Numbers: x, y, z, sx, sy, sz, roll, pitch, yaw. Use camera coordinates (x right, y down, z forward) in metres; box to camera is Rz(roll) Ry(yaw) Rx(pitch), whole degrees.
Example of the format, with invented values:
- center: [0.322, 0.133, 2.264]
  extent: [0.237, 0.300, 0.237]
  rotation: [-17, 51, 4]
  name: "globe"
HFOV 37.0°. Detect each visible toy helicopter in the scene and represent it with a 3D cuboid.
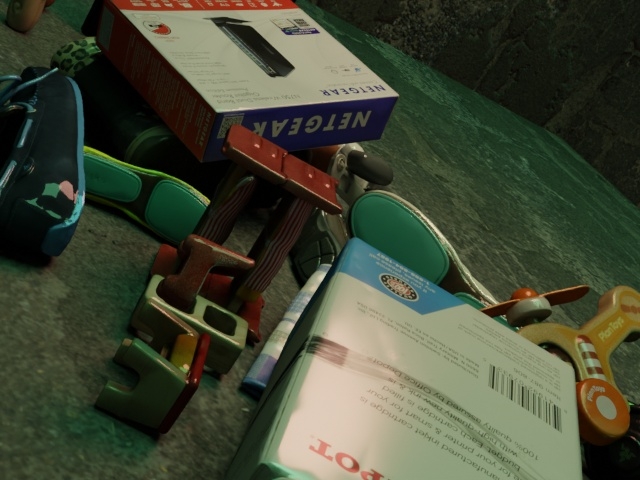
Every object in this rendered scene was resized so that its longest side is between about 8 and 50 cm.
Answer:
- center: [0.349, 0.143, 1.323]
  extent: [0.355, 0.140, 0.235]
  rotation: [-28, 75, -43]
  name: "toy helicopter"

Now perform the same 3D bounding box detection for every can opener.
- center: [0.101, -0.064, 1.580]
  extent: [0.095, 0.076, 0.283]
  rotation: [13, -18, 37]
  name: "can opener"

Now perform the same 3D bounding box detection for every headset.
- center: [0.505, 0.290, 1.359]
  extent: [0.243, 0.185, 0.394]
  rotation: [20, 12, -32]
  name: "headset"

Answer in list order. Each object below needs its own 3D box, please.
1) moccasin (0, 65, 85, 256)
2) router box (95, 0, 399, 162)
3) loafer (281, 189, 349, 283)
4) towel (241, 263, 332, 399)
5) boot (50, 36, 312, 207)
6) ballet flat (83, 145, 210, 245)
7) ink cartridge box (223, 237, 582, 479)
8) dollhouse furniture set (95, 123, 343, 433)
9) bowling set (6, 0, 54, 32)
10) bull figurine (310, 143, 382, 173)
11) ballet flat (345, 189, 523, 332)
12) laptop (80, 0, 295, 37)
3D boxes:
- center: [-0.343, -0.121, 1.104]
  extent: [0.116, 0.138, 0.342]
  rotation: [16, 24, -28]
  name: "moccasin"
- center: [-0.104, -0.248, 1.392]
  extent: [0.335, 0.082, 0.301]
  rotation: [-13, 47, -41]
  name: "router box"
- center: [0.000, 0.000, 1.441]
  extent: [0.084, 0.096, 0.267]
  rotation: [44, 18, -33]
  name: "loafer"
- center: [0.043, 0.143, 1.142]
  extent: [0.209, 0.034, 0.285]
  rotation: [33, 32, 2]
  name: "towel"
- center: [-0.208, -0.182, 1.465]
  extent: [0.284, 0.138, 0.377]
  rotation: [44, 28, 28]
  name: "boot"
- center: [-0.227, -0.060, 1.237]
  extent: [0.231, 0.077, 0.077]
  rotation: [26, 4, -13]
  name: "ballet flat"
- center: [0.078, 0.204, 0.876]
  extent: [0.285, 0.166, 0.395]
  rotation: [31, 27, -3]
  name: "ink cartridge box"
- center: [-0.090, 0.037, 1.019]
  extent: [0.152, 0.201, 0.374]
  rotation: [29, 19, -11]
  name: "dollhouse furniture set"
- center: [-0.526, -0.491, 1.662]
  extent: [0.287, 0.154, 0.200]
  rotation: [37, 20, 10]
  name: "bowling set"
- center: [-0.033, -0.176, 1.626]
  extent: [0.188, 0.101, 0.310]
  rotation: [-1, -36, 42]
  name: "bull figurine"
- center: [0.190, 0.087, 1.479]
  extent: [0.400, 0.139, 0.139]
  rotation: [45, 22, 19]
  name: "ballet flat"
- center: [-0.201, -0.515, 1.872]
  extent: [0.236, 0.382, 0.408]
  rotation: [35, 20, 4]
  name: "laptop"
